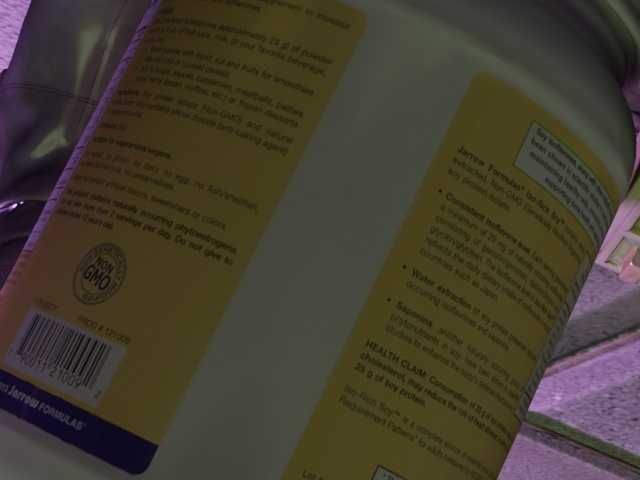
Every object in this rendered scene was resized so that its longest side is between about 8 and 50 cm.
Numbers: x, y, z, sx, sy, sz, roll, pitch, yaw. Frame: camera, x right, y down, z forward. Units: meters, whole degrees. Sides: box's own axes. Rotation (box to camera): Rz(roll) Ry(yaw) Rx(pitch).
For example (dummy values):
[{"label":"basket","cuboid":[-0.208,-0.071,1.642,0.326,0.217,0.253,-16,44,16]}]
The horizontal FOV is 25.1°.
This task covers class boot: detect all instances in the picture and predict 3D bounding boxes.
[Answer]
[{"label":"boot","cuboid":[-0.138,-0.047,0.813,0.118,0.223,0.338,20,152,-11]}]

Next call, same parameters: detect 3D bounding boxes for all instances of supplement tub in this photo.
[{"label":"supplement tub","cuboid":[0.000,0.000,0.667,0.241,0.331,0.241,25,170,5]}]

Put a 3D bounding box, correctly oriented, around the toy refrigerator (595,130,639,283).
[{"label":"toy refrigerator","cuboid":[0.210,-0.027,0.731,0.102,0.094,0.269,23,172,7]}]
